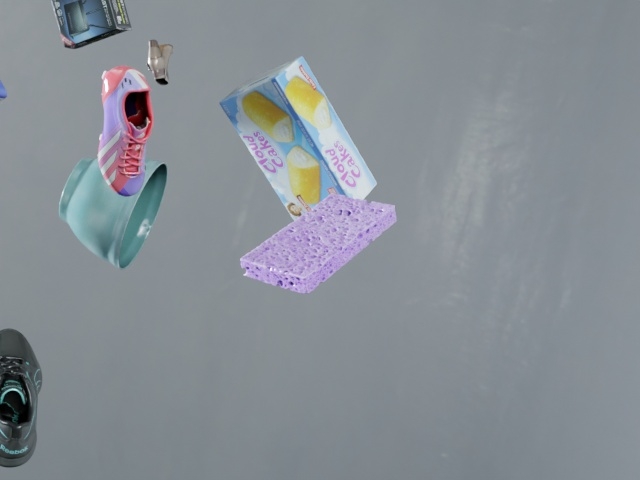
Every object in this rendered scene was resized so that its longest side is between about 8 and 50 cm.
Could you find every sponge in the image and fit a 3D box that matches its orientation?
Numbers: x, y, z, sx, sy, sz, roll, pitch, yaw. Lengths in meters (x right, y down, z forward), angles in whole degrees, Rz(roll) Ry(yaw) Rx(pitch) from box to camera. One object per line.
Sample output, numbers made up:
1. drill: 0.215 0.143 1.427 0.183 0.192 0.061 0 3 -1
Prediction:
1. sponge: 0.000 0.000 1.338 0.117 0.210 0.031 15 128 37

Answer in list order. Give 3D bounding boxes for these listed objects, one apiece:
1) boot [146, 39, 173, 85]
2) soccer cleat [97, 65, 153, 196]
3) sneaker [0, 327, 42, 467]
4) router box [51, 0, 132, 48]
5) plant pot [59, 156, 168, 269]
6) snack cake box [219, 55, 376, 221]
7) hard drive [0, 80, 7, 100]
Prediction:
1. boot: -0.330 -0.367 1.983 0.042 0.118 0.087 -11 88 15
2. soccer cleat: -0.316 -0.168 1.571 0.095 0.083 0.248 39 136 38
3. sneaker: -0.519 0.248 1.623 0.106 0.101 0.267 113 148 -42
4. router box: -0.316 -0.330 1.285 0.092 0.038 0.122 -13 96 24
5. plant pot: -0.534 -0.097 2.404 0.293 0.196 0.293 22 -90 -88
6. snack cake box: -0.038 -0.168 1.653 0.152 0.264 0.089 -15 24 43
7. hard drive: -0.753 -0.380 1.879 0.040 0.210 0.319 -29 0 8
